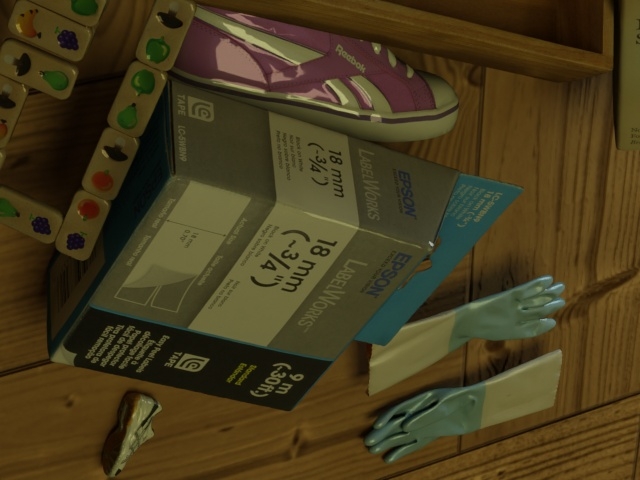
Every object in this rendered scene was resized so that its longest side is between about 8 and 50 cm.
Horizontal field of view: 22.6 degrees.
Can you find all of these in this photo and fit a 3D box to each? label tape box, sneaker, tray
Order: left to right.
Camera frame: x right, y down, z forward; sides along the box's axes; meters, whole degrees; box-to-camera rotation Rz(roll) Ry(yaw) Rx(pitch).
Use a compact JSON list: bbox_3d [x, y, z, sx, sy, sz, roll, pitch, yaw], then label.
[{"bbox_3d":[-0.167,0.178,1.437,0.037,0.032,0.083,14,108,-37],"label":"sneaker"},{"bbox_3d":[-0.023,0.026,1.303,0.333,0.106,0.241,15,135,-26],"label":"label tape box"},{"bbox_3d":[0.015,-0.173,1.317,0.282,0.102,0.161,6,109,-35],"label":"sneaker"},{"bbox_3d":[0.063,-0.258,1.260,0.410,0.076,0.203,7,80,-37],"label":"tray"}]

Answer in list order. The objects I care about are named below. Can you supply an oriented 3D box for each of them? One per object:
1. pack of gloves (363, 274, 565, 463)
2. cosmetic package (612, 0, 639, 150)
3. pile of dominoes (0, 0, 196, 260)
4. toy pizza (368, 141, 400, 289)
[{"bbox_3d":[0.139,0.121,1.609,0.232,0.046,0.195,-17,135,-21],"label":"pack of gloves"},{"bbox_3d":[0.333,-0.213,1.375,0.160,0.113,0.309,-1,146,9],"label":"cosmetic package"},{"bbox_3d":[-0.218,-0.114,1.149,0.196,0.040,0.251,24,118,-6],"label":"pile of dominoes"},{"bbox_3d":[0.000,0.000,1.444,0.201,0.032,0.201,-12,118,-24],"label":"toy pizza"}]
